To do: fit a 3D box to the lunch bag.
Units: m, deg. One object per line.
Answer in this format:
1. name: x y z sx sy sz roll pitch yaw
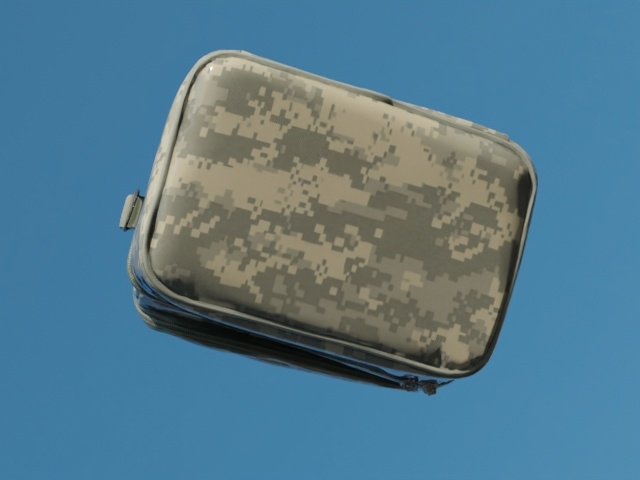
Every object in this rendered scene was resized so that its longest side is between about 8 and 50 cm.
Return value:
1. lunch bag: 0.000 0.000 1.565 0.305 0.256 0.212 16 -99 -8
